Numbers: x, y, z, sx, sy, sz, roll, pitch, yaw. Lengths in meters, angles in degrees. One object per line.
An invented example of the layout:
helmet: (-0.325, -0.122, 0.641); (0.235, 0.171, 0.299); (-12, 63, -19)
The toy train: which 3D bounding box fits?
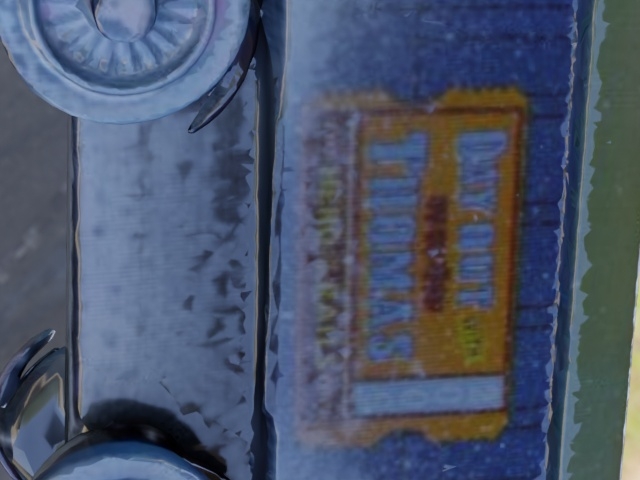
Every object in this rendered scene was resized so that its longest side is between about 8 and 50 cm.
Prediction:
toy train: (0.000, 0.000, 0.545); (0.131, 0.202, 0.299); (-120, -150, -70)
